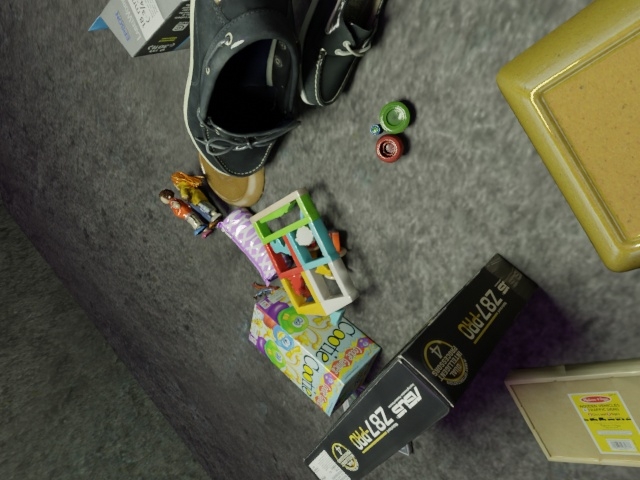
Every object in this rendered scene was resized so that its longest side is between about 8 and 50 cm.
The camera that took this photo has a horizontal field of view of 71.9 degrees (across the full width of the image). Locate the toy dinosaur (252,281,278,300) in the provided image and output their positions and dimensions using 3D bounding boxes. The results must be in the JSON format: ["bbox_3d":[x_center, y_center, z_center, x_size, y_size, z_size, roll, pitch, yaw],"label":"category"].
[{"bbox_3d":[-0.148,0.133,1.186,0.082,0.047,0.090,-40,72,30],"label":"toy dinosaur"}]

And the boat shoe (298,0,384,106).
[{"bbox_3d":[0.041,-0.339,0.675,0.091,0.114,0.303,39,136,27],"label":"boat shoe"}]

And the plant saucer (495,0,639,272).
[{"bbox_3d":[0.398,-0.135,0.478,0.332,0.081,0.333,-31,90,49],"label":"plant saucer"}]

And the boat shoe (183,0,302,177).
[{"bbox_3d":[-0.133,-0.229,0.763,0.500,0.186,0.156,120,132,-65],"label":"boat shoe"}]

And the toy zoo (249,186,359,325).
[{"bbox_3d":[-0.031,0.051,0.948,0.192,0.030,0.293,-22,96,49],"label":"toy zoo"}]

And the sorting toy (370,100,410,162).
[{"bbox_3d":[0.120,-0.185,0.750,0.061,0.042,0.102,18,114,18],"label":"sorting toy"}]

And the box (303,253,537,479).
[{"bbox_3d":[0.156,0.232,0.742,0.097,0.318,0.395,42,134,17],"label":"box"}]

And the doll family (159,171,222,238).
[{"bbox_3d":[-0.334,-0.105,1.169,0.163,0.118,0.263,47,170,-4],"label":"doll family"}]

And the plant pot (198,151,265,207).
[{"bbox_3d":[-0.229,-0.187,1.082,0.236,0.032,0.236,22,127,33],"label":"plant pot"}]

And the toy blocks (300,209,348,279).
[{"bbox_3d":[0.000,0.000,0.954,0.123,0.054,0.148,13,121,40],"label":"toy blocks"}]

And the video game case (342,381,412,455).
[{"bbox_3d":[0.131,0.431,1.102,0.190,0.022,0.173,5,116,42],"label":"video game case"}]

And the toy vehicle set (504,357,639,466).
[{"bbox_3d":[0.452,0.273,0.693,0.266,0.035,0.166,-27,93,48],"label":"toy vehicle set"}]

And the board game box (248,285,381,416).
[{"bbox_3d":[-0.022,0.246,1.051,0.275,0.142,0.144,36,134,23],"label":"board game box"}]

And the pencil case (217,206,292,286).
[{"bbox_3d":[-0.162,0.010,1.090,0.206,0.088,0.086,46,139,13],"label":"pencil case"}]

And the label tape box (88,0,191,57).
[{"bbox_3d":[-0.236,-0.419,0.800,0.333,0.240,0.106,-9,108,47],"label":"label tape box"}]
